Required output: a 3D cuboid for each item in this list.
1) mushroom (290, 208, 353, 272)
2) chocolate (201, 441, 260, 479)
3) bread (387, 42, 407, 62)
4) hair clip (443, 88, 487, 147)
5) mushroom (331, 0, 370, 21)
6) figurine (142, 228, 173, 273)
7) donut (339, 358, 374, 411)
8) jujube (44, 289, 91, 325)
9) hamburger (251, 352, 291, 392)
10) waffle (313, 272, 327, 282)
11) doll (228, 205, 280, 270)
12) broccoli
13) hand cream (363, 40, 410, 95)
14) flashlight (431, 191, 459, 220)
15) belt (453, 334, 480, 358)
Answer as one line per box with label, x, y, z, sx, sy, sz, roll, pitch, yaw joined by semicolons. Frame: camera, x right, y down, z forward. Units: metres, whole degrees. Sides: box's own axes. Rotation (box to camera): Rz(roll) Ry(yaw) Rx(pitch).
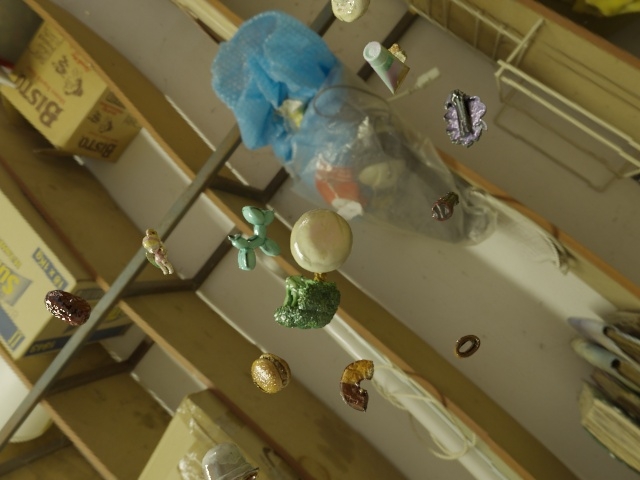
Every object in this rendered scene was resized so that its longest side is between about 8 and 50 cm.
mushroom;0.000;0.000;1.891;0.246;0.246;0.202;37;171;-10
chocolate;-0.315;0.751;1.630;0.221;0.221;0.147;25;-153;-55
bread;0.318;-0.769;2.068;0.077;0.083;0.070;33;-142;-39
hair clip;0.397;-0.345;1.366;0.052;0.124;0.195;18;-125;-41
mushroom;0.091;-0.790;1.599;0.123;0.154;0.154;-7;-144;-29
figurine;-0.609;0.045;1.851;0.187;0.083;0.083;67;174;-29
donut;0.163;0.626;2.148;0.141;0.217;0.085;10;156;20
jujube;-0.671;0.174;1.309;0.129;0.077;0.077;27;-172;9
hamburger;-0.222;0.605;2.235;0.118;0.191;0.181;-43;-62;-47
waffle;0.001;0.227;2.187;0.069;0.292;0.260;6;179;4
doll;-0.170;-0.016;1.316;0.059;0.159;0.158;8;125;50
broccoli;-0.050;0.242;1.933;0.262;0.269;0.241;-13;-132;-26
hand cream;0.162;-0.414;1.175;0.047;0.076;0.174;36;-169;31
flashlight;0.529;-0.152;2.069;0.093;0.093;0.232;40;-149;6
belt;0.439;0.318;1.483;0.059;0.083;0.036;51;169;20
